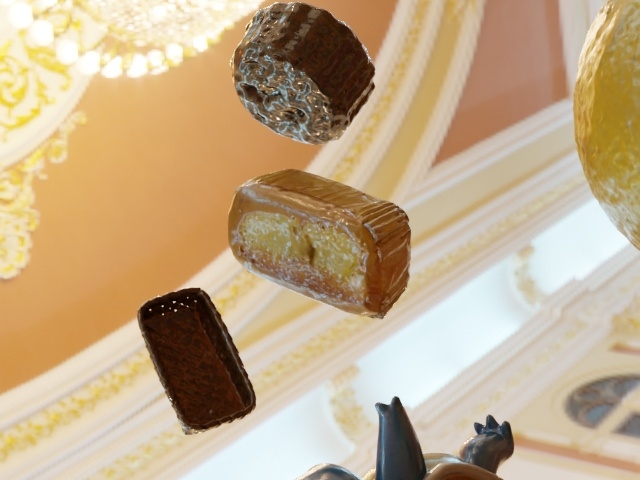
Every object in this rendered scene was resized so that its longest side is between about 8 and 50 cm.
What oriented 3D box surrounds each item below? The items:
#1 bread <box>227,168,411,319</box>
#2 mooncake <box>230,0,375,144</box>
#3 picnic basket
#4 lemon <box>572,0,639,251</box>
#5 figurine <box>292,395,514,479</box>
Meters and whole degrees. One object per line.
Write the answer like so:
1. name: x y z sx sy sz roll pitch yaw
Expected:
1. bread: 0.000 0.000 1.582 0.119 0.288 0.153 -27 -55 -40
2. mooncake: -0.036 -0.253 1.774 0.228 0.228 0.124 54 -127 -39
3. picnic basket: -0.162 0.158 1.465 0.110 0.193 0.055 -17 -26 -21
4. lemon: 0.335 -0.101 0.896 0.293 0.293 0.293 -9 -79 -49
5. figurine: 0.126 0.361 1.450 0.416 0.298 0.243 17 -137 -13
